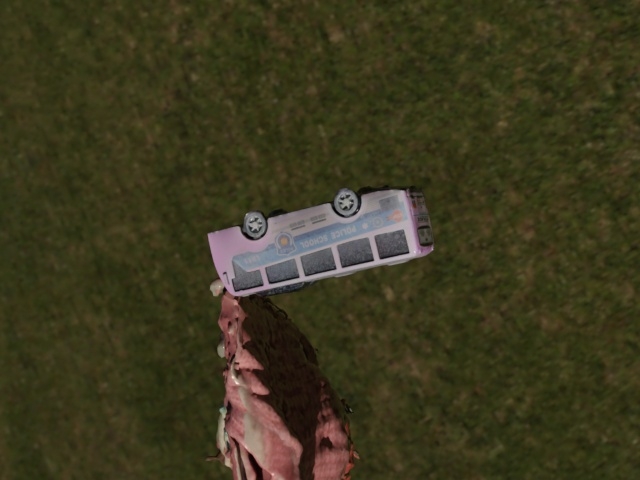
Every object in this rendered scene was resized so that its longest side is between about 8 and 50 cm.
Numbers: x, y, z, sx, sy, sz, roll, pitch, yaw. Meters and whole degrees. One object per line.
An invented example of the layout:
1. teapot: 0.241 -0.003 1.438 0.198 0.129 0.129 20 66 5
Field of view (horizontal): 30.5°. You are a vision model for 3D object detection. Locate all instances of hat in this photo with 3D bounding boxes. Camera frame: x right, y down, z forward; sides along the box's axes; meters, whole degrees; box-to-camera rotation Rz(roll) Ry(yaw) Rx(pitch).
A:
1. hat: -0.033 0.153 0.894 0.286 0.107 0.236 28 -124 -77

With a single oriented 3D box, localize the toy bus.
1. toy bus: 0.000 0.000 0.685 0.131 0.037 0.052 -13 90 24
